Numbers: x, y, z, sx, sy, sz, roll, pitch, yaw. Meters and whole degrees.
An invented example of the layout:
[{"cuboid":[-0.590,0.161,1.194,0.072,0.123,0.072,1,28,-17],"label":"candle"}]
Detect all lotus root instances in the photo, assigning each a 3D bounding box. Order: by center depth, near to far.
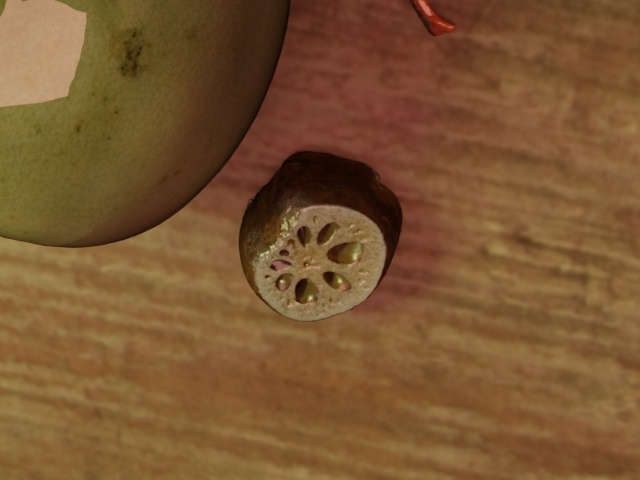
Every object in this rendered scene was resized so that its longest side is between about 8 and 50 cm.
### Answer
[{"cuboid":[0.003,0.002,0.986,0.112,0.081,0.122,34,107,-18],"label":"lotus root"}]

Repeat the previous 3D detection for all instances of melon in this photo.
[{"cuboid":[-0.152,-0.160,0.831,0.268,0.268,0.330,14,88,-3],"label":"melon"}]

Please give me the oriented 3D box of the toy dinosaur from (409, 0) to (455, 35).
[{"cuboid":[0.095,-0.276,0.893,0.101,0.055,0.280,5,110,28],"label":"toy dinosaur"}]
